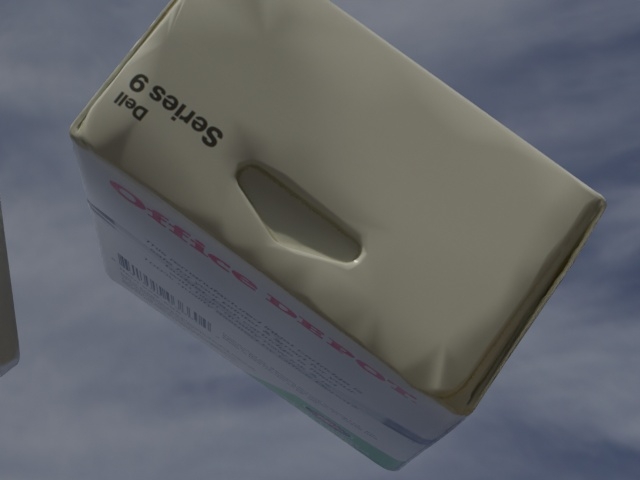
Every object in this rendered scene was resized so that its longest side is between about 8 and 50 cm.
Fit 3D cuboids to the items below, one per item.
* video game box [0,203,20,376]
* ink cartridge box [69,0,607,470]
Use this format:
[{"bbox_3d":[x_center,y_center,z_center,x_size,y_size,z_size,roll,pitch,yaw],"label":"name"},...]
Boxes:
[{"bbox_3d":[-0.236,-0.038,0.743,0.187,0.048,0.205,3,-70,21],"label":"video game box"},{"bbox_3d":[0.000,0.000,0.832,0.211,0.289,0.121,35,-103,3],"label":"ink cartridge box"}]
